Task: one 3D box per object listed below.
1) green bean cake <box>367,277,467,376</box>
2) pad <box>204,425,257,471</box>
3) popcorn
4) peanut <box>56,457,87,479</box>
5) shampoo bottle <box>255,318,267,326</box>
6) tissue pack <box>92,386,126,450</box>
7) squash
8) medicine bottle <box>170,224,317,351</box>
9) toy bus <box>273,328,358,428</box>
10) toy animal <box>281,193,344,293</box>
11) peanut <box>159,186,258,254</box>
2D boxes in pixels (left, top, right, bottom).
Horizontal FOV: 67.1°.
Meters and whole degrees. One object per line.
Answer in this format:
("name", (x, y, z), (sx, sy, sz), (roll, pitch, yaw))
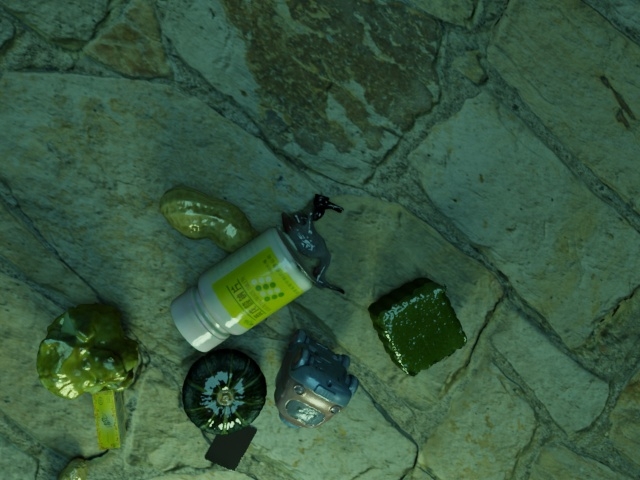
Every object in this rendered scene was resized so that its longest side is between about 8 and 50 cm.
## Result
("green bean cake", (0.308, 0.270, 1.550), (0.247, 0.156, 0.249), (-29, 98, -6))
("pad", (-0.286, 0.649, 1.542), (0.112, 0.003, 0.157), (30, 88, -11))
("popcorn", (-0.640, 0.306, 1.345), (0.277, 0.225, 0.276), (1, 86, -21))
("peanut", (-0.745, 0.729, 1.424), (0.080, 0.080, 0.174), (18, 89, -11))
("shampoo bottle", (-0.254, 0.251, 1.504), (0.165, 0.040, 0.079), (-25, 93, -9))
("tissue pack", (-0.623, 0.511, 1.424), (0.062, 0.095, 0.175), (-5, 95, -11))
("squash", (-0.289, 0.451, 1.448), (0.252, 0.165, 0.252), (0, 90, -12))
("medicine bottle", (-0.221, 0.140, 1.387), (0.379, 0.213, 0.213), (-34, 99, 5))
("toy bus", (-0.038, 0.428, 1.435), (0.197, 0.294, 0.231), (32, 97, -14))
("toy animal", (-0.021, 0.014, 1.507), (0.195, 0.090, 0.323), (-2, 92, -10))
("peanut", (-0.326, -0.057, 1.431), (0.306, 0.147, 0.146), (21, 90, -15))
